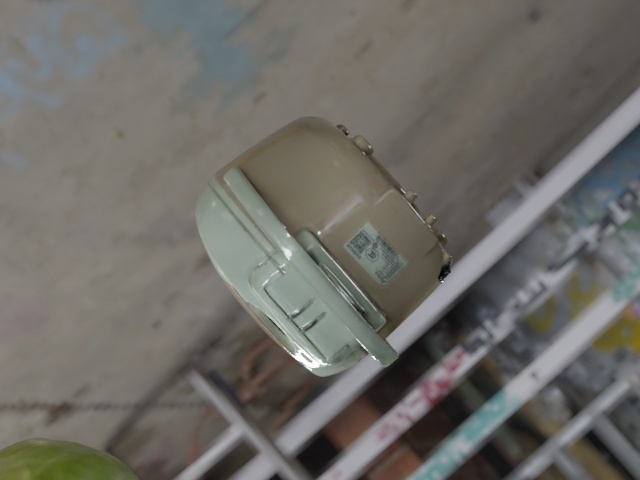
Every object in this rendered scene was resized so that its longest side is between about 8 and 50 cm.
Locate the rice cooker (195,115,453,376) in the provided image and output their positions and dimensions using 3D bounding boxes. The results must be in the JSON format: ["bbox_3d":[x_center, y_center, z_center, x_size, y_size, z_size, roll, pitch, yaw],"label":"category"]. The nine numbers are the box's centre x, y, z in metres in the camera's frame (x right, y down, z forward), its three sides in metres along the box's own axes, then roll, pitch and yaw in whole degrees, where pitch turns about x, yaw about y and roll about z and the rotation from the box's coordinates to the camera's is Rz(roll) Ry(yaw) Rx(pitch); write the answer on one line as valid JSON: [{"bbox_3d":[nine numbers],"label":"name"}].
[{"bbox_3d":[0.000,0.000,1.133,0.127,0.145,0.206,-42,-162,-3],"label":"rice cooker"}]

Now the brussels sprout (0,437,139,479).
[{"bbox_3d":[-0.294,0.344,1.885,0.316,0.243,0.274,-54,170,15],"label":"brussels sprout"}]
